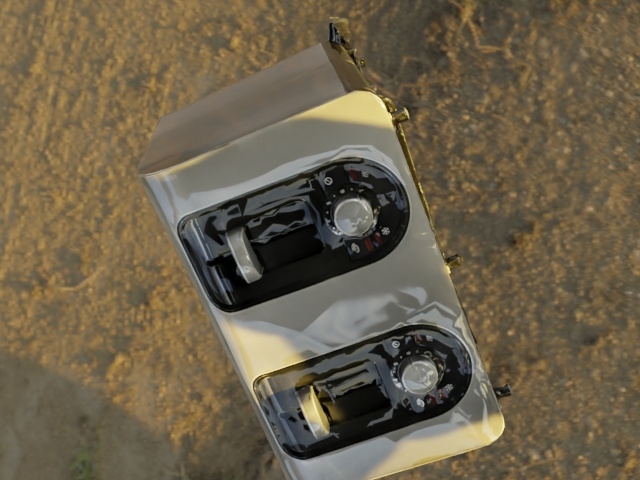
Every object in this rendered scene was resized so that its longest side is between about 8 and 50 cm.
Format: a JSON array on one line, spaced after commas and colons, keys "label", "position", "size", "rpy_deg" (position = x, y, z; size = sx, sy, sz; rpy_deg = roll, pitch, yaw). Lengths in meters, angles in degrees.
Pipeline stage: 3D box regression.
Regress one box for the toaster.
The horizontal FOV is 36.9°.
[{"label": "toaster", "position": [0.000, 0.000, 0.458], "size": [0.110, 0.185, 0.168], "rpy_deg": [-21, 110, 3]}]
